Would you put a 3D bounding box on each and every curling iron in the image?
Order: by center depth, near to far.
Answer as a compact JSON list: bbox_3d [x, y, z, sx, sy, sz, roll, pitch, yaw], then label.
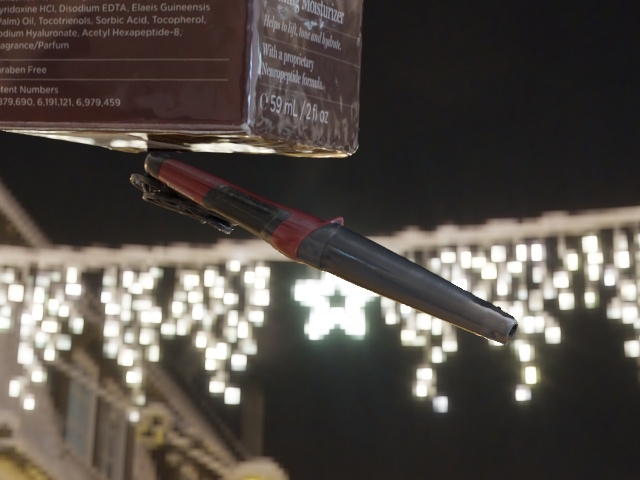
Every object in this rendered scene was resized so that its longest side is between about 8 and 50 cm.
[{"bbox_3d":[0.000,0.000,1.082,0.274,0.035,0.068,21,-1,29],"label":"curling iron"}]

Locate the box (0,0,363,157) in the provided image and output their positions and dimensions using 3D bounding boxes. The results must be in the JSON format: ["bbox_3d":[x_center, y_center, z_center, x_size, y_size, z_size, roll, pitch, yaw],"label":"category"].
[{"bbox_3d":[-0.078,-0.153,0.993,0.167,0.203,0.168,3,0,21],"label":"box"}]
